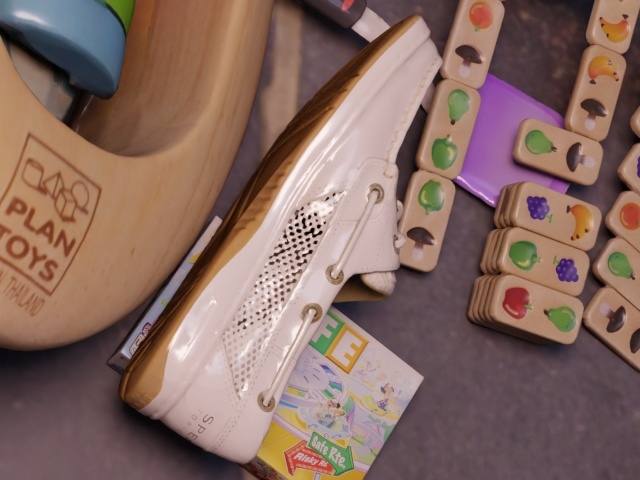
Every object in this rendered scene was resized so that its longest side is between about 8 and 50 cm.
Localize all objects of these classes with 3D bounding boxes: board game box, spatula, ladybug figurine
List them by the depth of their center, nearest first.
[{"bbox_3d":[-0.159,-0.146,1.018,0.305,0.162,0.449,41,53,-44],"label":"ladybug figurine"},{"bbox_3d":[-0.029,0.073,1.110,0.154,0.026,0.103,38,61,-8],"label":"board game box"},{"bbox_3d":[0.037,-0.120,1.197,0.296,0.030,0.084,38,63,-16],"label":"spatula"}]

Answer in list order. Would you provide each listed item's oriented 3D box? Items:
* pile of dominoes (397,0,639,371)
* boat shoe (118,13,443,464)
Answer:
[{"bbox_3d":[0.161,-0.060,1.199,0.196,0.040,0.251,19,80,-20],"label":"pile of dominoes"},{"bbox_3d":[0.000,0.000,1.082,0.096,0.098,0.277,37,70,-9],"label":"boat shoe"}]
